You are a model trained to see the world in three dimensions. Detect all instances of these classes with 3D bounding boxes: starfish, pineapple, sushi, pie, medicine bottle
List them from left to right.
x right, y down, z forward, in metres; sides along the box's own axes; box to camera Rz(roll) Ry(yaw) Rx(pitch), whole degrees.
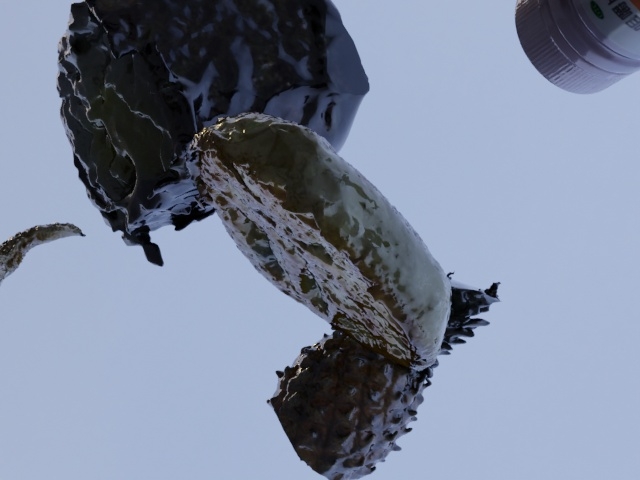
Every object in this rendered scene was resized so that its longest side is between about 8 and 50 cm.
[{"bbox_3d":[-0.303,0.051,1.077,0.062,0.277,0.235,65,-19,-11],"label":"starfish"},{"bbox_3d":[-0.141,-0.164,1.626,0.281,0.294,0.299,56,-35,19],"label":"sushi"},{"bbox_3d":[0.000,0.000,1.304,0.092,0.315,0.315,-49,-142,-17],"label":"pie"},{"bbox_3d":[0.079,0.131,1.488,0.278,0.158,0.158,-44,-133,11],"label":"pineapple"},{"bbox_3d":[0.282,-0.227,1.157,0.249,0.133,0.133,-31,-125,58],"label":"medicine bottle"}]
